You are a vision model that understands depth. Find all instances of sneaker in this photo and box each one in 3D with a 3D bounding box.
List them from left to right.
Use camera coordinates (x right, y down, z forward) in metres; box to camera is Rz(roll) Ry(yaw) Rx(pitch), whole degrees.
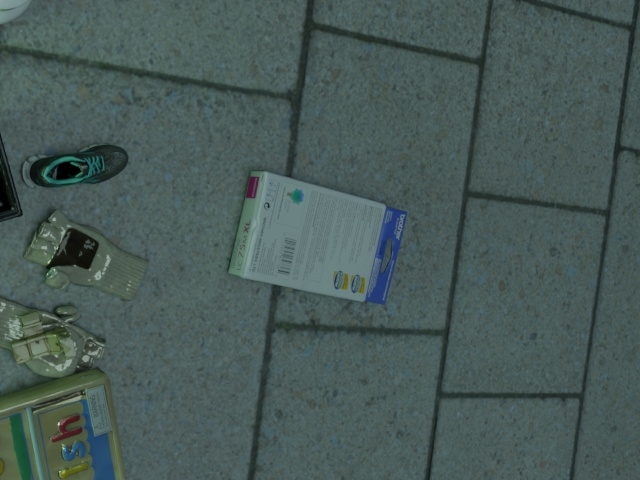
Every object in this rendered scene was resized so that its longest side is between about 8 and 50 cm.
[{"bbox_3d":[-0.366,-0.109,1.668,0.166,0.076,0.065,-17,105,-30],"label":"sneaker"}]

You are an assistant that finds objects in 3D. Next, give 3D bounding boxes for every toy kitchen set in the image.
[{"bbox_3d":[-0.418,0.146,1.628,0.083,0.075,0.068,-17,104,-20],"label":"toy kitchen set"}]

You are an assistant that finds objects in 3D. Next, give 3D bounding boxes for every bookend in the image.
[{"bbox_3d":[-0.531,-0.091,1.569,0.156,0.072,0.157,-19,105,-29],"label":"bookend"}]

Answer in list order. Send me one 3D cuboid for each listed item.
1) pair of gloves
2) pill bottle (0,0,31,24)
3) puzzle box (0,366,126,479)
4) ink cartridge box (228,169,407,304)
[{"bbox_3d":[-0.395,0.093,1.696,0.204,0.042,0.240,35,78,-31],"label":"pair of gloves"},{"bbox_3d":[-0.463,-0.353,1.490,0.124,0.221,0.124,-5,99,-32],"label":"pill bottle"},{"bbox_3d":[-0.430,0.425,1.690,0.272,0.052,0.409,-16,109,-29],"label":"puzzle box"},{"bbox_3d":[0.000,0.000,1.923,0.311,0.065,0.186,13,89,-31],"label":"ink cartridge box"}]
